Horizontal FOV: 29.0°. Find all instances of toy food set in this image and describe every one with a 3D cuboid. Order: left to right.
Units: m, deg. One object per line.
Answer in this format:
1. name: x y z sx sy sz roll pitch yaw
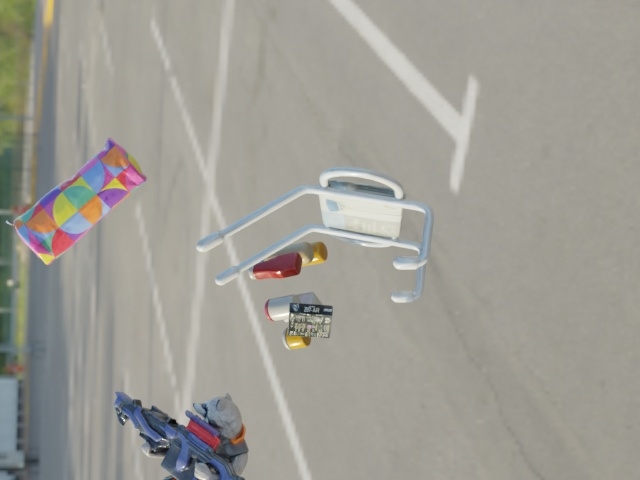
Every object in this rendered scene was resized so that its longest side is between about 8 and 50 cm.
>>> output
1. toy food set: -0.065 0.086 2.177 0.111 0.104 0.232 54 -145 -43

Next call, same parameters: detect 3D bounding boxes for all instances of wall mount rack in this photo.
1. wall mount rack: 0.000 0.000 1.720 0.350 0.304 0.131 82 -163 -74

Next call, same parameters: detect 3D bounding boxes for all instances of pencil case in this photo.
1. pencil case: -0.403 -0.065 2.058 0.104 0.236 0.104 51 179 2

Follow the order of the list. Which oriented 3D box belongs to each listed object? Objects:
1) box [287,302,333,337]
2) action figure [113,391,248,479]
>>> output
1. box: -0.016 0.123 1.893 0.083 0.067 0.018 94 180 -61
2. action figure: -0.259 0.423 2.372 0.341 0.178 0.330 39 110 30
